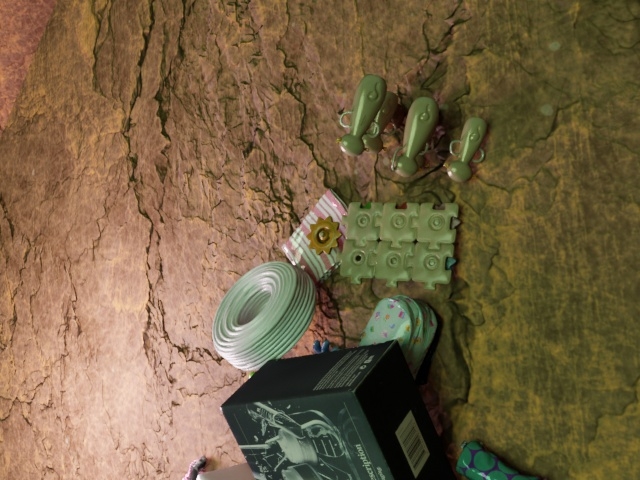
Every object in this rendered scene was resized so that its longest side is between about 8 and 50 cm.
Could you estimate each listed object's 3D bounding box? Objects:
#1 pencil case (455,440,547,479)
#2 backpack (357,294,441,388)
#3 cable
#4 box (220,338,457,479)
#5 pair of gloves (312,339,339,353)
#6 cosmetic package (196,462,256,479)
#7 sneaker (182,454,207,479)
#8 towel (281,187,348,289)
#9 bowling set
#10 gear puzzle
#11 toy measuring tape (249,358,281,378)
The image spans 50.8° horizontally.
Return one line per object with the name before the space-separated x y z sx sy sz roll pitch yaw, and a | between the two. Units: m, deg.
pencil case | 0.315 0.414 1.190 0.152 0.064 0.070 26 67 36
backpack | 0.151 0.197 1.309 0.152 0.115 0.182 34 104 38
cable | -0.123 0.157 1.465 0.257 0.089 0.257 -26 34 33
box | 0.040 0.390 1.245 0.313 0.179 0.343 -17 103 37
pair of gloves | 0.060 0.281 1.358 0.198 0.159 0.023 39 66 18
cosmetic package | -0.220 0.769 1.518 0.230 0.161 0.453 28 103 37
sneaker | -0.305 0.588 1.681 0.057 0.047 0.119 41 118 26
towel | 0.000 0.000 1.500 0.197 0.029 0.144 -50 58 24
bowling set | 0.164 -0.199 1.323 0.200 0.287 0.154 -152 82 -80
gear puzzle | 0.119 0.007 1.373 0.339 0.044 0.175 3 80 30
toy measuring tape | -0.084 0.396 1.507 0.121 0.121 0.330 4 111 38
